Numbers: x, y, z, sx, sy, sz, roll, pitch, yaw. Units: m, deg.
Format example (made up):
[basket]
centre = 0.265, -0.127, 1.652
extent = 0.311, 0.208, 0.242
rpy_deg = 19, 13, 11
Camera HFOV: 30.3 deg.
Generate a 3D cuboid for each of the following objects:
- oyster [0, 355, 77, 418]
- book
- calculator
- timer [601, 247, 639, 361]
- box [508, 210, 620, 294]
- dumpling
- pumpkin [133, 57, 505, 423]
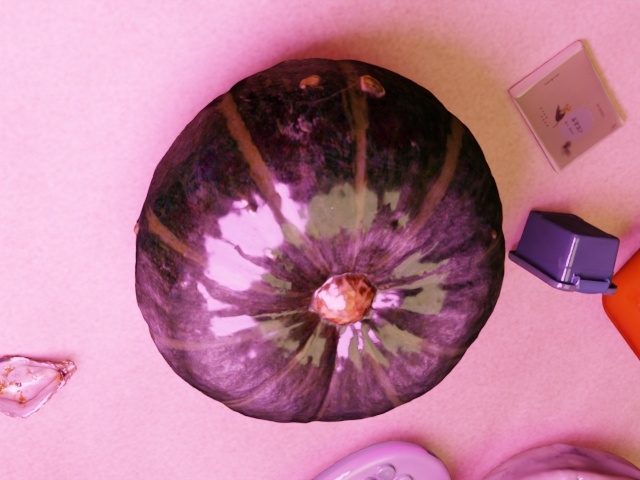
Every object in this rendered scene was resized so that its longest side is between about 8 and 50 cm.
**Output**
[oyster]
centre = -0.260, 0.125, 1.023
extent = 0.093, 0.034, 0.051
rpy_deg = 4, 107, -13
[book]
centre = 0.224, -0.118, 1.064
extent = 0.077, 0.014, 0.111
rpy_deg = -36, 130, 5
[calculator]
centre = 0.015, 0.327, 1.249
extent = 0.185, 0.041, 0.299
rpy_deg = 34, 104, -35
[timer]
centre = 0.446, 0.052, 1.198
extent = 0.257, 0.161, 0.250
rpy_deg = -50, 141, 15
[box]
centre = 0.233, 0.009, 1.111
extent = 0.074, 0.099, 0.054
rpy_deg = 7, 106, -27
[dumpling]
centre = 0.253, 0.331, 1.340
extent = 0.318, 0.187, 0.243
rpy_deg = -3, 165, -12
[pumpkin]
centre = 0.000, 0.000, 0.936
extent = 0.300, 0.207, 0.300
rpy_deg = -3, 119, -6
